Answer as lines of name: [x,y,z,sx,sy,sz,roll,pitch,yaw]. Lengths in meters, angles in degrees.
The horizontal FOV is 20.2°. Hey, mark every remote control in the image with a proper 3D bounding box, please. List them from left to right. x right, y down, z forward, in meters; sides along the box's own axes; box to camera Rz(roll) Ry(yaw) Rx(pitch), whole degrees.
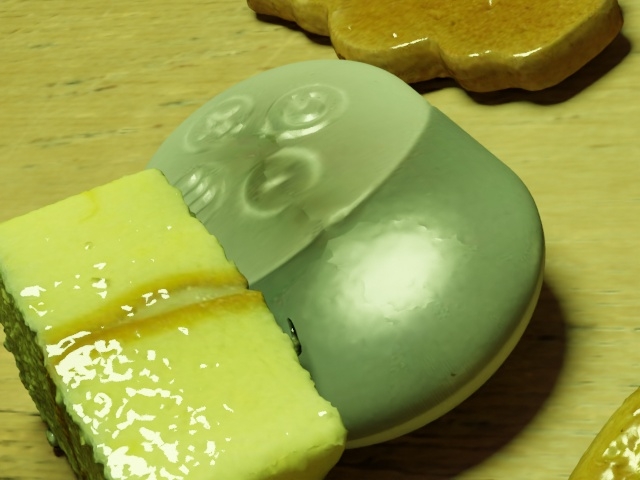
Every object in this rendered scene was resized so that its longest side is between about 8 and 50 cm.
remote control: [0.000,0.000,1.096,0.221,0.103,0.332,-40,43,-5]

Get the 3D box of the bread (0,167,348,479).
bread: [-0.103,0.081,0.998,0.178,0.142,0.266,-48,48,7]

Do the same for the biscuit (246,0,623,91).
biscuit: [0.085,-0.190,1.311,0.202,0.047,0.334,-38,40,-15]

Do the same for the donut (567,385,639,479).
donut: [0.211,0.151,0.823,0.226,0.114,0.227,-13,43,12]
